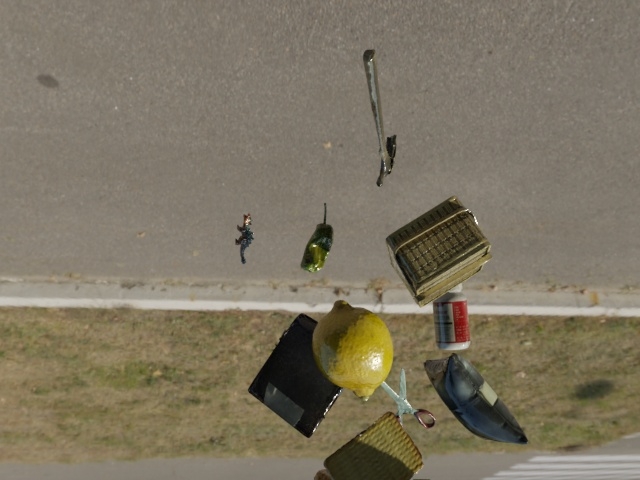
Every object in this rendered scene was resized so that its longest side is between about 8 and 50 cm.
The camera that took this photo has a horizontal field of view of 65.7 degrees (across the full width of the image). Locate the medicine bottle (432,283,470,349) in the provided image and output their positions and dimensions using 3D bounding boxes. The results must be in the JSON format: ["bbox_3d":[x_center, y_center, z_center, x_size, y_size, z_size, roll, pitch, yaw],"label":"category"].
[{"bbox_3d":[0.499,0.287,1.898,0.131,0.250,0.131,-4,176,0],"label":"medicine bottle"}]

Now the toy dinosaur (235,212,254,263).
[{"bbox_3d":[-0.224,-0.006,1.461,0.055,0.154,0.049,3,-172,-15],"label":"toy dinosaur"}]

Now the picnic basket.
[{"bbox_3d":[0.316,0.048,1.335,0.228,0.175,0.313,-31,160,1],"label":"picnic basket"}]

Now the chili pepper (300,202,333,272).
[{"bbox_3d":[0.002,0.001,1.469,0.072,0.204,0.073,23,168,-5],"label":"chili pepper"}]

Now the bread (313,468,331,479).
[{"bbox_3d":[0.085,0.961,1.906,0.167,0.132,0.294,16,171,29],"label":"bread"}]

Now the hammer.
[{"bbox_3d":[0.116,-0.241,0.978,0.027,0.125,0.297,8,148,21],"label":"hammer"}]

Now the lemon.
[{"bbox_3d":[0.076,0.254,1.164,0.187,0.244,0.187,-19,-173,2],"label":"lemon"}]

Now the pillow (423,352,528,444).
[{"bbox_3d":[0.358,0.380,1.179,0.106,0.250,0.186,-36,170,-19],"label":"pillow"}]

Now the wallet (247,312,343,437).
[{"bbox_3d":[-0.038,0.354,1.327,0.221,0.262,0.071,30,163,22],"label":"wallet"}]

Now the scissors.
[{"bbox_3d":[0.231,0.461,1.406,0.144,0.017,0.248,-19,116,10],"label":"scissors"}]

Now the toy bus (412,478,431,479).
[{"bbox_3d":[0.427,0.945,1.676,0.301,0.139,0.113,43,142,-6],"label":"toy bus"}]

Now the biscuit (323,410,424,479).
[{"bbox_3d":[0.145,0.593,1.322,0.254,0.172,0.029,-24,159,-30],"label":"biscuit"}]
